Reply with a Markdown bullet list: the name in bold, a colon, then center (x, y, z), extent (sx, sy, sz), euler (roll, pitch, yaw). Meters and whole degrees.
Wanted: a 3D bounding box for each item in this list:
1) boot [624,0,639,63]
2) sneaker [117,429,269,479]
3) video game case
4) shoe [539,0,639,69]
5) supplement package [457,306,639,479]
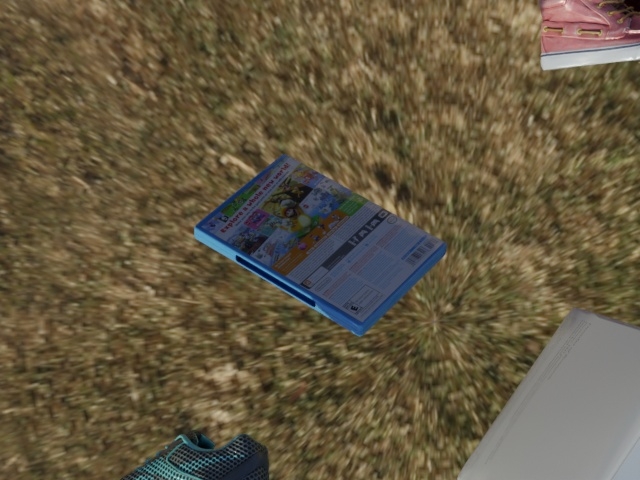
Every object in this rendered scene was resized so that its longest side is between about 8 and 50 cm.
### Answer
- **boot**: center (0.458, -0.172, 1.776), extent (0.284, 0.138, 0.377), euler (31, 96, -12)
- **sneaker**: center (-0.098, 0.168, 1.031), extent (0.166, 0.065, 0.076), euler (-5, 62, 31)
- **video game case**: center (0.000, 0.000, 1.196), extent (0.166, 0.015, 0.119), euler (30, 50, 23)
- **shoe**: center (0.303, -0.223, 1.539), extent (0.178, 0.063, 0.081), euler (-2, 96, 39)
- **supplement package**: center (0.239, 0.176, 1.067), extent (0.177, 0.293, 0.175), euler (35, 88, -6)
